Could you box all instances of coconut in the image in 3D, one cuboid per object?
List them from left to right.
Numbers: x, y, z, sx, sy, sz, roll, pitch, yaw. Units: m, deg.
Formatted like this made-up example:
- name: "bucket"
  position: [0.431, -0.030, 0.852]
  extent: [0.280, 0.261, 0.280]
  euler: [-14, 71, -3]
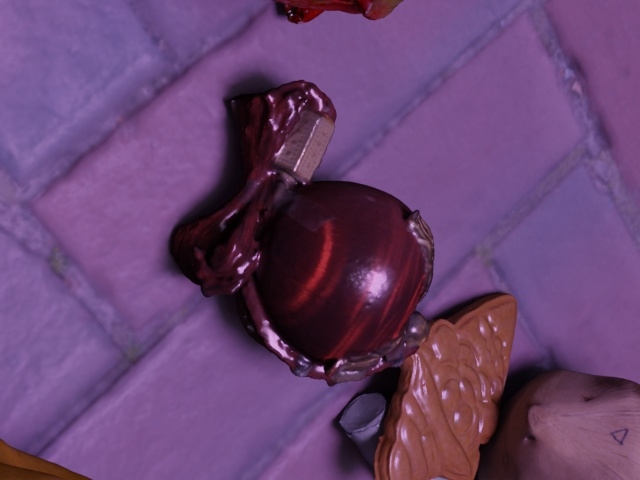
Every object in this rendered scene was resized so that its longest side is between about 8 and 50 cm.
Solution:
- name: "coconut"
  position: [0.255, 0.221, 1.225]
  extent: [0.224, 0.224, 0.224]
  euler: [-8, 104, -32]

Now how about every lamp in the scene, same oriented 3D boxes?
- name: "lamp"
  position: [0.008, 0.002, 1.047]
  extent: [0.223, 0.151, 0.215]
  euler: [32, 78, -32]

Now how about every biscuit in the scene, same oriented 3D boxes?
- name: "biscuit"
  position: [0.124, 0.138, 1.189]
  extent: [0.250, 0.035, 0.162]
  euler: [-54, 130, -33]

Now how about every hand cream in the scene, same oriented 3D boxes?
- name: "hand cream"
  position: [0.090, 0.222, 1.209]
  extent: [0.078, 0.050, 0.205]
  euler: [-35, 122, 3]

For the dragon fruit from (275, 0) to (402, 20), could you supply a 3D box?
- name: "dragon fruit"
  position: [-0.010, -0.277, 0.898]
  extent: [0.231, 0.303, 0.237]
  euler: [-29, 149, -61]

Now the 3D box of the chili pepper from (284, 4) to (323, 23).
- name: "chili pepper"
  position: [0.025, -0.244, 1.065]
  extent: [0.088, 0.065, 0.169]
  euler: [42, 81, -16]

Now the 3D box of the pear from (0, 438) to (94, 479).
- name: "pear"
  position: [-0.250, 0.278, 0.845]
  extent: [0.314, 0.314, 0.314]
  euler: [-8, 104, -32]
